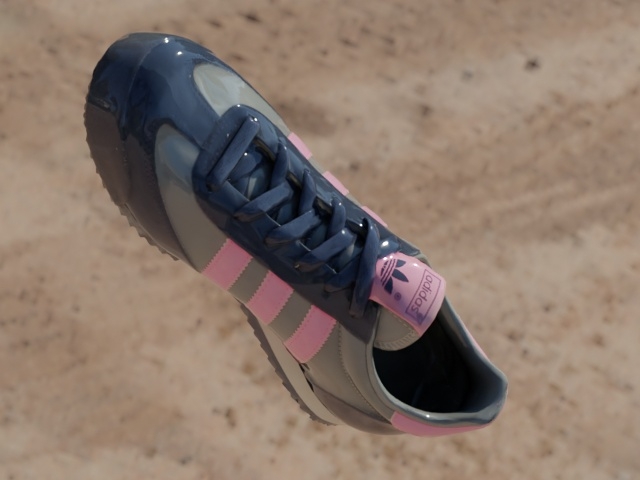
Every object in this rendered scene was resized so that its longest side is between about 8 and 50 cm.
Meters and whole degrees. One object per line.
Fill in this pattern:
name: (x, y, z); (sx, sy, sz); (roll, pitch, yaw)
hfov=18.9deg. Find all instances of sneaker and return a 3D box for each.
sneaker: (0.000, 0.000, 1.063); (0.131, 0.319, 0.112); (7, 60, 42)
